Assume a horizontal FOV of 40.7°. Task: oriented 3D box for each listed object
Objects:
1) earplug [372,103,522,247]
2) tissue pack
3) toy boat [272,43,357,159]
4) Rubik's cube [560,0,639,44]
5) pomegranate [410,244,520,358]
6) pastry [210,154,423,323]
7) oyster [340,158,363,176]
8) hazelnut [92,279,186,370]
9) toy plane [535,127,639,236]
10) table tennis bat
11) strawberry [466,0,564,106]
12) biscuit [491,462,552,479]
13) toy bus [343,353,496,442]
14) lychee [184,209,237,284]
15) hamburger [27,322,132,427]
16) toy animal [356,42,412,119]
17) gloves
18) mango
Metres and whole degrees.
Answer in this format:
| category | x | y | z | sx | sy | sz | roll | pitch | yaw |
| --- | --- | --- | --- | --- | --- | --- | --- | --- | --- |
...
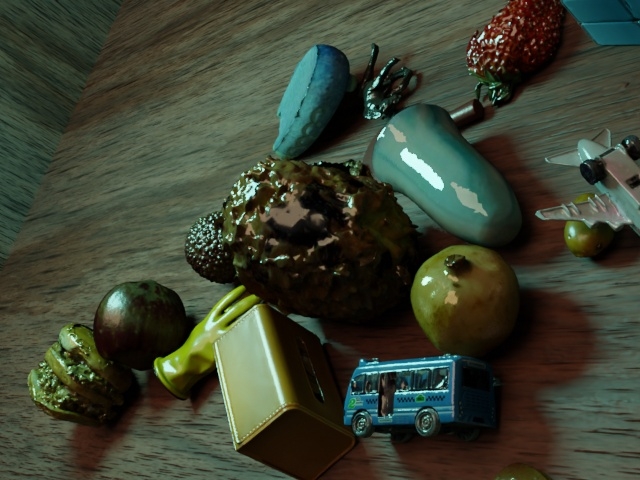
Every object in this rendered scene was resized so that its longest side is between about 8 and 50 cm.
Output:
| category | x | y | z | sx | sy | sz | roll | pitch | yaw |
| --- | --- | --- | --- | --- | --- | --- | --- | --- | --- |
| earplug | 0.250 | -0.100 | 1.555 | 0.185 | 0.185 | 0.324 | -50 | 41 | 9 |
| tissue pack | -0.067 | 0.280 | 1.606 | 0.145 | 0.194 | 0.274 | -40 | 38 | 15 |
| toy boat | -0.011 | -0.330 | 2.078 | 0.330 | 0.123 | 0.215 | 126 | 156 | -49 |
| Rubik's cube | 0.540 | -0.478 | 1.440 | 0.231 | 0.225 | 0.221 | 16 | 76 | 54 |
| pomegranate | 0.232 | 0.090 | 1.394 | 0.196 | 0.196 | 0.196 | -30 | 43 | 33 |
| pastry | -0.017 | -0.006 | 1.633 | 0.405 | 0.337 | 0.292 | 1 | 67 | 50 |
| oyster | 0.043 | -0.136 | 1.914 | 0.105 | 0.056 | 0.177 | -58 | 23 | -11 |
| hazelnut | -0.419 | 0.201 | 2.058 | 0.218 | 0.234 | 0.217 | -6 | 78 | 29 |
| toy plane | 0.461 | -0.075 | 1.297 | 0.251 | 0.101 | 0.255 | -28 | 53 | -8 |
| table tennis bat | 0.202 | -0.212 | 1.800 | 0.310 | 0.038 | 0.200 | -25 | 46 | 38 |
| strawberry | 0.373 | -0.407 | 1.691 | 0.188 | 0.106 | 0.286 | 19 | 78 | 53 |
| biscuit | 0.236 | 0.429 | 1.239 | 0.277 | 0.052 | 0.262 | -48 | 36 | 12 |
| toy bus | 0.156 | 0.256 | 1.398 | 0.246 | 0.114 | 0.134 | -13 | 67 | 45 |
| lychee | -0.224 | 0.010 | 2.021 | 0.188 | 0.188 | 0.188 | -30 | 43 | 33 |
| hamburger | -0.592 | 0.342 | 2.150 | 0.211 | 0.245 | 0.260 | -54 | -4 | -1 |
| toy animal | 0.129 | -0.348 | 1.947 | 0.148 | 0.085 | 0.232 | -51 | 28 | 9 |
| gloves | -0.232 | 0.224 | 1.948 | 0.294 | 0.116 | 0.133 | -41 | 64 | 7 |
| mango | 0.424 | -0.025 | 1.365 | 0.080 | 0.060 | 0.114 | -22 | 40 | 33 |
